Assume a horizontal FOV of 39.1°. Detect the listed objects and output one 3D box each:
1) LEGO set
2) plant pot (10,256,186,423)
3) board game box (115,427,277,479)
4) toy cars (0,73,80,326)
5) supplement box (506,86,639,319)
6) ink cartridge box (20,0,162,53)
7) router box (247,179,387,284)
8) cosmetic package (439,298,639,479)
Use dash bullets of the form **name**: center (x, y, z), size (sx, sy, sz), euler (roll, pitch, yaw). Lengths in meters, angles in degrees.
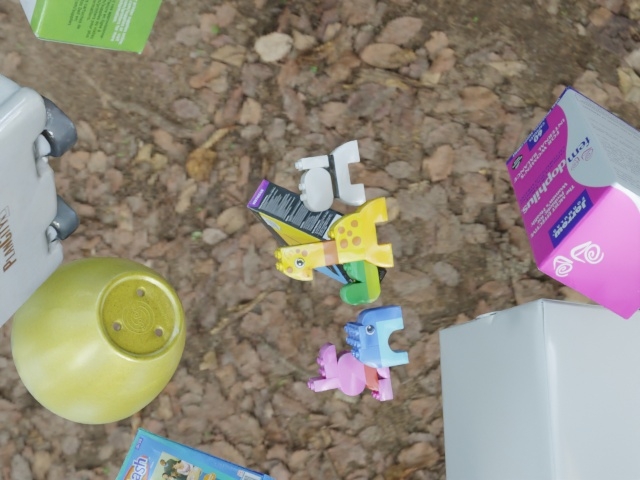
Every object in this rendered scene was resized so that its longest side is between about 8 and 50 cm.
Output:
- **LEGO set**: center (0.008, 0.032, 0.747), size (0.093, 0.087, 0.227), euler (-9, 92, -13)
- **plant pot**: center (-0.156, 0.067, 0.691), size (0.095, 0.134, 0.134), euler (-28, 76, 52)
- **board game box**: center (-0.175, 0.346, 1.147), size (0.210, 0.047, 0.160), euler (12, 70, 30)
- **toy cars**: center (-0.213, -0.006, 0.367), size (0.087, 0.394, 0.176), euler (36, 103, 5)
- **supplement box**: center (0.272, -0.043, 0.889), size (0.114, 0.220, 0.111), euler (28, 118, -15)
- **ink cartridge box**: center (-0.204, -0.312, 0.764), size (0.189, 0.097, 0.255), euler (-60, 45, 33)
- **router box**: center (0.000, 0.000, 1.138), size (0.133, 0.179, 0.046), euler (25, 77, 26)
- **cosmetic package**: center (0.246, 0.262, 0.971), size (0.197, 0.155, 0.365), euler (-27, 59, 61)
